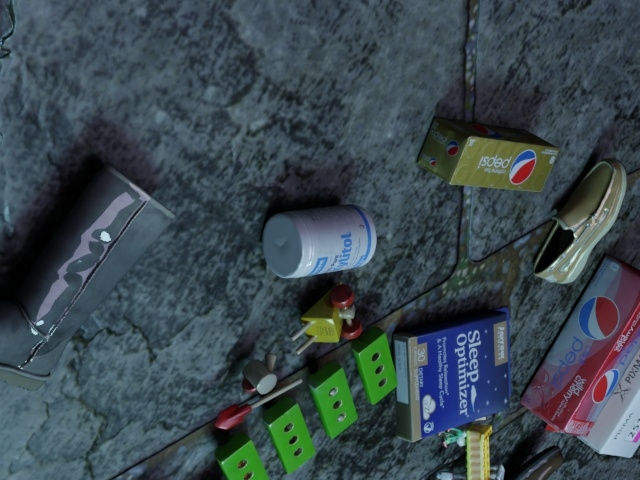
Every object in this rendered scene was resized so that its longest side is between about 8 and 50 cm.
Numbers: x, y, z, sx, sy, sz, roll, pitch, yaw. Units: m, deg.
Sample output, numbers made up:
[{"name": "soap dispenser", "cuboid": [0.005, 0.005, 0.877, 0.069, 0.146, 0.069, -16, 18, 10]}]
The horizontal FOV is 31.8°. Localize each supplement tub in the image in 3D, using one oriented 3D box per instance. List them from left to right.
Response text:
[{"name": "supplement tub", "cuboid": [0.000, 0.000, 1.187, 0.107, 0.071, 0.071, -9, 124, -41]}]

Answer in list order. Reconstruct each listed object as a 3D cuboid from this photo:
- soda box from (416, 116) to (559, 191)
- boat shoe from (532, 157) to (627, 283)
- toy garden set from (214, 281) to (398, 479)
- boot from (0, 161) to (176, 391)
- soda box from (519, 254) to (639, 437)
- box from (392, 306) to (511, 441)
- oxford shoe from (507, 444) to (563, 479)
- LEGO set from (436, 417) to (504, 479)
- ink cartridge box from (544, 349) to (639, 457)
[{"name": "soda box", "cuboid": [0.198, -0.099, 1.318, 0.181, 0.058, 0.061, 2, 116, -44]}, {"name": "boat shoe", "cuboid": [0.345, -0.026, 1.512, 0.072, 0.068, 0.190, 9, 112, -34]}, {"name": "toy garden set", "cuboid": [-0.030, 0.170, 1.301, 0.244, 0.049, 0.204, -36, 139, -18]}, {"name": "boot", "cuboid": [-0.236, 0.024, 0.973, 0.208, 0.076, 0.189, -48, 155, 4]}, {"name": "soda box", "cuboid": [0.411, 0.159, 1.682, 0.083, 0.092, 0.263, 18, 104, -49]}, {"name": "box", "cuboid": [0.188, 0.171, 1.482, 0.225, 0.036, 0.136, -10, 101, -41]}, {"name": "oxford shoe", "cuboid": [0.318, 0.423, 1.767, 0.227, 0.096, 0.083, -52, 163, 0]}, {"name": "LEGO set", "cuboid": [0.201, 0.330, 1.626, 0.132, 0.107, 0.287, -68, 149, -42]}, {"name": "ink cartridge box", "cuboid": [0.512, 0.224, 1.855, 0.239, 0.060, 0.275, 18, 104, -50]}]
